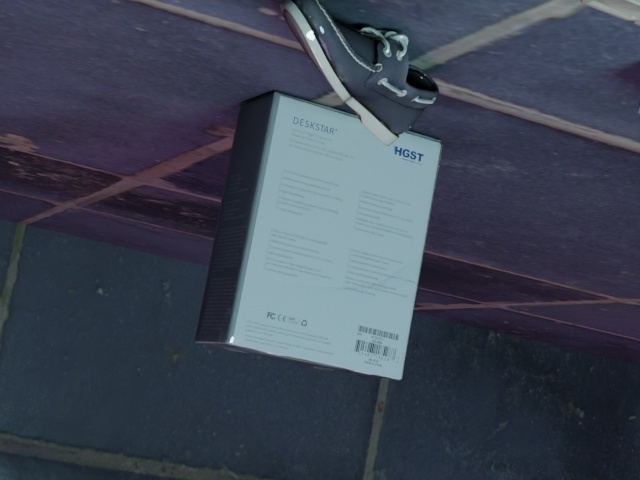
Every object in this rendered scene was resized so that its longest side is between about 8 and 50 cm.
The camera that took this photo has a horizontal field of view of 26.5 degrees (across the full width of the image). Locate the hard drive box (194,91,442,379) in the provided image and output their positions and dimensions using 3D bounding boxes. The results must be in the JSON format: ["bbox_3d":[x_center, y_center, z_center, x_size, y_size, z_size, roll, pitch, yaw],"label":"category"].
[{"bbox_3d":[0.000,0.000,1.265,0.181,0.232,0.089,15,171,-24],"label":"hard drive box"}]

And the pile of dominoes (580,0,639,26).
[{"bbox_3d":[0.214,-0.155,0.709,0.196,0.040,0.251,1,176,42],"label":"pile of dominoes"}]

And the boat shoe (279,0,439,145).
[{"bbox_3d":[0.032,-0.135,0.987,0.065,0.075,0.206,-35,154,8],"label":"boat shoe"}]

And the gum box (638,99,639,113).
[{"bbox_3d":[0.338,-0.087,0.916,0.157,0.041,0.184,17,170,-39],"label":"gum box"}]
